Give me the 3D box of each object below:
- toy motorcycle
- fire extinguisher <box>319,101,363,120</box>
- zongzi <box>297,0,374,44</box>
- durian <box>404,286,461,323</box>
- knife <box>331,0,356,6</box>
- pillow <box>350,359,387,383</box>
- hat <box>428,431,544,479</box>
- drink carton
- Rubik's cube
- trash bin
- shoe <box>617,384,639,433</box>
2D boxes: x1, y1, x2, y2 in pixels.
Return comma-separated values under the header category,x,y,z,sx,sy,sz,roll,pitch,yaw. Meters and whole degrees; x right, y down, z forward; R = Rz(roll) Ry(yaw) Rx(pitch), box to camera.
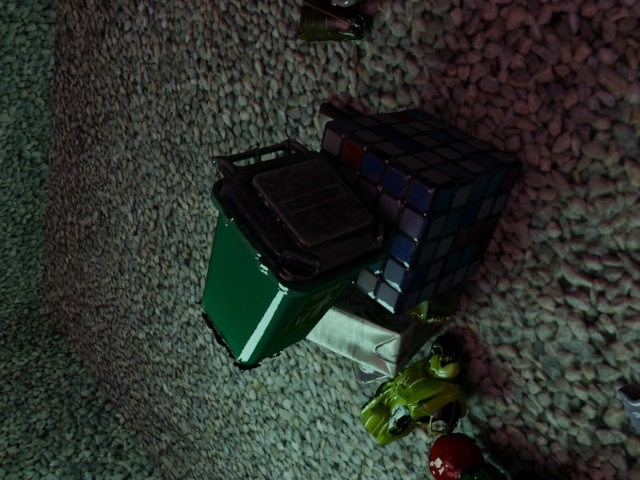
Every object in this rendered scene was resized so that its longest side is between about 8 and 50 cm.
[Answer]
category,x,y,z,sx,sy,sz,roll,pitch,yaw
toy motorcycle,0.228,0.379,1.452,0.342,0.142,0.206,-51,25,42
fire extinguisher,0.068,-0.290,1.466,0.173,0.035,0.049,37,89,31
zongzi,0.037,-0.538,1.382,0.187,0.084,0.184,15,104,35
durian,0.216,0.109,1.341,0.095,0.137,0.220,-57,36,34
knife,0.156,-0.602,1.218,0.399,0.038,0.132,-34,72,37
pillow,0.104,0.259,1.610,0.131,0.038,0.232,-27,82,44
hat,0.351,0.561,1.317,0.332,0.242,0.274,46,135,29
drink carton,0.081,0.170,1.450,0.325,0.194,0.132,19,121,28
Rubik's cube,0.170,-0.073,1.243,0.293,0.292,0.286,35,126,31
trash bin,-0.088,0.036,1.157,0.295,0.259,0.381,50,137,21
shoe,0.624,0.278,1.044,0.137,0.095,0.245,55,141,13
